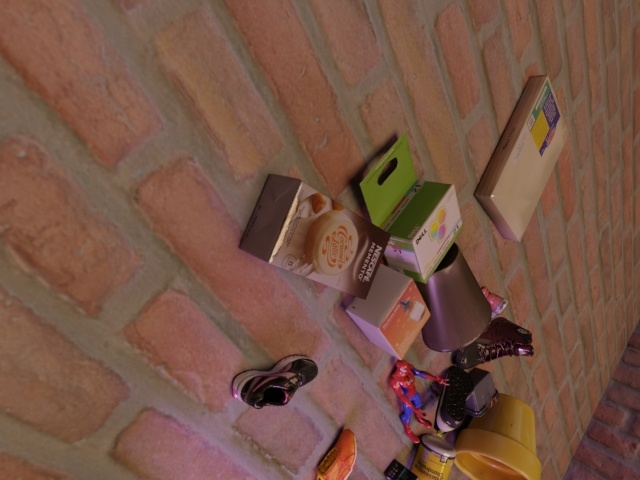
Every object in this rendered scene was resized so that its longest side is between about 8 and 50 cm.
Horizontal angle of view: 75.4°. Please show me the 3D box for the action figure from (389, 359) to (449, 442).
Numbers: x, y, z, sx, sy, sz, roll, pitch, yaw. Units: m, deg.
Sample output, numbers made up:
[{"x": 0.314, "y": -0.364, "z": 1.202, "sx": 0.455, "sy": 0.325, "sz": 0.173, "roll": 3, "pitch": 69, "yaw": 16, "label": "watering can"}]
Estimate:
[{"x": 0.259, "y": 0.418, "z": 1.059, "sx": 0.091, "sy": 0.139, "sz": 0.281, "roll": -37, "pitch": 121, "yaw": -29, "label": "action figure"}]

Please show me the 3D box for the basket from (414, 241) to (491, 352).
[{"x": 0.301, "y": 0.120, "z": 1.001, "sx": 0.204, "sy": 0.154, "sz": 0.227, "roll": -39, "pitch": 121, "yaw": -20, "label": "basket"}]

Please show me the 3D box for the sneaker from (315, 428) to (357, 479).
[{"x": 0.030, "y": 0.514, "z": 0.936, "sx": 0.067, "sy": 0.064, "sz": 0.175, "roll": 29, "pitch": 80, "yaw": -32, "label": "sneaker"}]

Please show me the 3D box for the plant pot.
[{"x": 0.583, "y": 0.644, "z": 1.342, "sx": 0.239, "sy": 0.253, "sz": 0.254, "roll": -55, "pitch": 132, "yaw": -36, "label": "plant pot"}]

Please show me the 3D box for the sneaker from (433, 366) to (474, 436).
[{"x": 0.371, "y": 0.460, "z": 1.192, "sx": 0.234, "sy": 0.084, "sz": 0.097, "roll": -35, "pitch": 154, "yaw": -52, "label": "sneaker"}]

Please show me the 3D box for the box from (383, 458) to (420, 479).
[{"x": 0.225, "y": 0.651, "z": 1.125, "sx": 0.052, "sy": 0.083, "sz": 0.062, "roll": -41, "pitch": 125, "yaw": -26, "label": "box"}]

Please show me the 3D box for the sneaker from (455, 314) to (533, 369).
[{"x": 0.546, "y": 0.321, "z": 1.254, "sx": 0.281, "sy": 0.162, "sz": 0.107, "roll": -25, "pitch": 118, "yaw": -33, "label": "sneaker"}]

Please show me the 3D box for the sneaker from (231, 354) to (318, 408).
[{"x": -0.070, "y": 0.273, "z": 0.770, "sx": 0.178, "sy": 0.077, "sz": 0.072, "roll": -9, "pitch": 109, "yaw": -39, "label": "sneaker"}]

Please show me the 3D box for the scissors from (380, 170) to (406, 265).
[{"x": 0.142, "y": -0.009, "z": 0.915, "sx": 0.109, "sy": 0.021, "sz": 0.297, "roll": 40, "pitch": 74, "yaw": -39, "label": "scissors"}]

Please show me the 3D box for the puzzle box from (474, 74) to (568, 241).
[{"x": 0.606, "y": -0.234, "z": 1.225, "sx": 0.272, "sy": 0.052, "sz": 0.409, "roll": 37, "pitch": 77, "yaw": -40, "label": "puzzle box"}]

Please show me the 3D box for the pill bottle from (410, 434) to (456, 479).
[{"x": 0.314, "y": 0.670, "z": 1.193, "sx": 0.103, "sy": 0.103, "sz": 0.184, "roll": 21, "pitch": 88, "yaw": -42, "label": "pill bottle"}]

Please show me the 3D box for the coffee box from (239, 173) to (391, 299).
[{"x": 0.000, "y": 0.000, "z": 0.738, "sx": 0.246, "sy": 0.098, "sz": 0.141, "roll": 25, "pitch": 86, "yaw": -42, "label": "coffee box"}]

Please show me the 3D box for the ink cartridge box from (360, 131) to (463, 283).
[{"x": 0.199, "y": -0.067, "z": 0.870, "sx": 0.189, "sy": 0.097, "sz": 0.255, "roll": -49, "pitch": 134, "yaw": -26, "label": "ink cartridge box"}]

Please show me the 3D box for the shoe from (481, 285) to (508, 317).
[{"x": 0.509, "y": 0.183, "z": 1.254, "sx": 0.064, "sy": 0.081, "sz": 0.178, "roll": -52, "pitch": 160, "yaw": -1, "label": "shoe"}]

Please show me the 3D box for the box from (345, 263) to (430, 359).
[{"x": 0.152, "y": 0.157, "z": 0.902, "sx": 0.130, "sy": 0.091, "sz": 0.170, "roll": -52, "pitch": 138, "yaw": -15, "label": "box"}]

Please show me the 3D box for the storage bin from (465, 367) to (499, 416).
[{"x": 0.501, "y": 0.476, "z": 1.313, "sx": 0.135, "sy": 0.098, "sz": 0.091, "roll": -26, "pitch": 108, "yaw": -33, "label": "storage bin"}]
